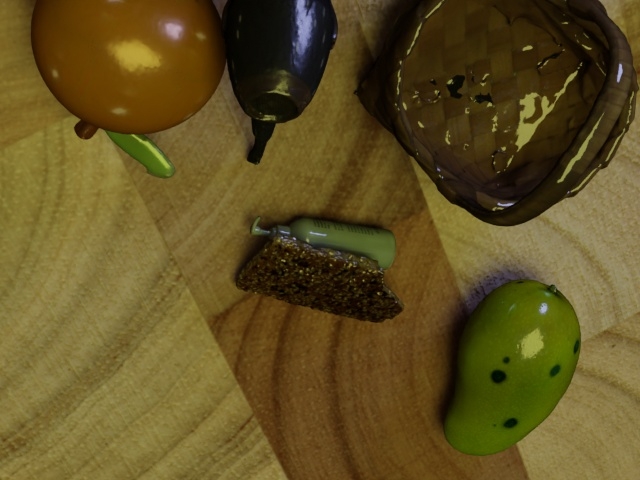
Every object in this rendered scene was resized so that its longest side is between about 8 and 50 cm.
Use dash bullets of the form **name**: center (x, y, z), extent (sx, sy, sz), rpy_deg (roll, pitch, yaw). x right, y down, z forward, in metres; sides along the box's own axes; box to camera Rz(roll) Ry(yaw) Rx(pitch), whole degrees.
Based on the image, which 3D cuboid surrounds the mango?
- **mango**: center (0.266, 0.186, 1.659), extent (0.175, 0.143, 0.293), rpy_deg (6, 121, -20)

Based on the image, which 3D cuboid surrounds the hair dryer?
- **hair dryer**: center (-0.060, -0.208, 1.333), extent (0.120, 0.303, 0.359), rpy_deg (5, 151, -8)

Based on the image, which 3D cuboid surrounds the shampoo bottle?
- **shampoo bottle**: center (0.000, 0.000, 1.521), extent (0.195, 0.056, 0.056), rpy_deg (8, 111, -21)

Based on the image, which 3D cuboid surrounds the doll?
- **doll**: center (-0.217, -0.188, 1.280), extent (0.213, 0.213, 0.236), rpy_deg (13, 123, -24)

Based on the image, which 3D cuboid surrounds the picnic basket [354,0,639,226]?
- **picnic basket**: center (0.242, -0.158, 1.381), extent (0.337, 0.337, 0.293), rpy_deg (27, 103, -28)

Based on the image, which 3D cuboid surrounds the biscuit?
- **biscuit**: center (0.018, 0.056, 1.530), extent (0.237, 0.026, 0.131), rpy_deg (16, 146, -25)
